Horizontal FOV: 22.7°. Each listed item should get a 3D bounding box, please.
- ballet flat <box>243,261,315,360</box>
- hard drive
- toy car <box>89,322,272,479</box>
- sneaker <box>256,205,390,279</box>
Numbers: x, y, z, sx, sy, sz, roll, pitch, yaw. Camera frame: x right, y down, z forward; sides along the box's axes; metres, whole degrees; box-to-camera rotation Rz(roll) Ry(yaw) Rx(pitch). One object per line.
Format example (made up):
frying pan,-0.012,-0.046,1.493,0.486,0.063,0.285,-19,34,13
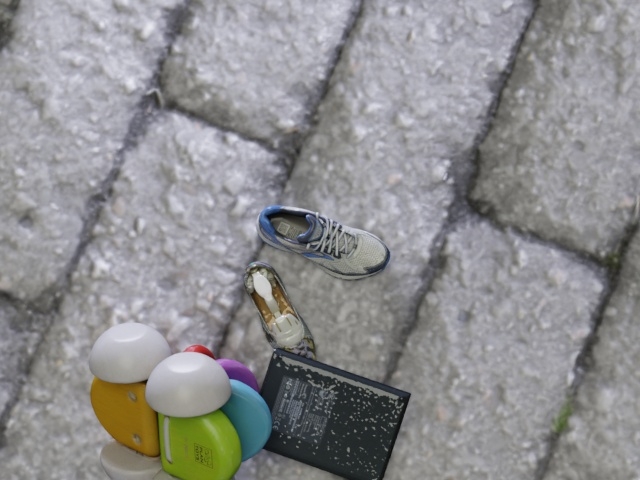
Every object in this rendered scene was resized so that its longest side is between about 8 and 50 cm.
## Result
ballet flat,-0.042,0.070,1.519,0.041,0.041,0.114,-28,77,-2
hard drive,0.007,0.166,1.492,0.135,0.022,0.094,19,92,9
toy car,-0.121,0.155,1.456,0.136,0.159,0.182,-24,33,-39
sneaker,0.000,0.000,1.522,0.135,0.058,0.052,16,79,7
